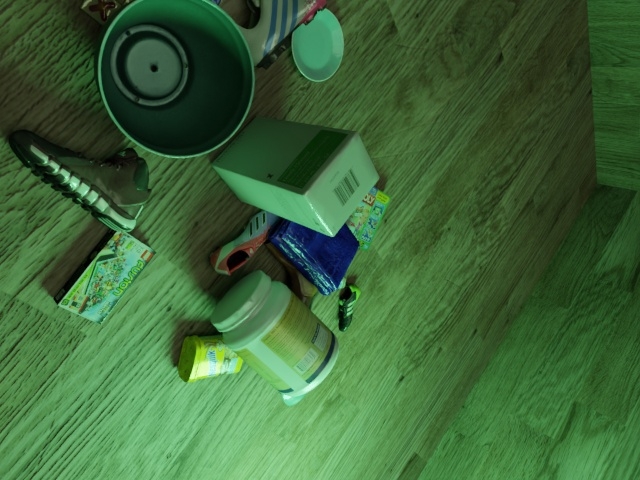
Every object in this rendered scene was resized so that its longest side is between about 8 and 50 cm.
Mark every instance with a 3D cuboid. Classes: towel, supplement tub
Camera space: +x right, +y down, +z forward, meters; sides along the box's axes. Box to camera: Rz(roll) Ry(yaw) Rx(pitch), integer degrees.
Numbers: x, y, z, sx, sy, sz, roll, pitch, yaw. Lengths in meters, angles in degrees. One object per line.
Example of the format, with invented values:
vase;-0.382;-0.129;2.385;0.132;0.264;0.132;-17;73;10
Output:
towel;0.000;0.000;1.331;0.308;0.076;0.227;50;63;-38
supplement tub;-0.126;0.257;1.249;0.228;0.228;0.316;-48;110;-18

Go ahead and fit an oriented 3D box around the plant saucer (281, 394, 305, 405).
plant saucer;-0.068;0.472;1.535;0.195;0.038;0.194;-9;101;-61

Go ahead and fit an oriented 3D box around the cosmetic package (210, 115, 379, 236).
cosmetic package;-0.070;-0.166;1.075;0.196;0.366;0.155;-53;136;-17

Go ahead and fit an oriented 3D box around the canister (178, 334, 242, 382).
canister;-0.305;0.329;1.274;0.170;0.073;0.126;6;103;-46

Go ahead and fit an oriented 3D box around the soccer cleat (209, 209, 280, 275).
soccer cleat;-0.191;0.005;1.227;0.248;0.095;0.083;-41;131;-23

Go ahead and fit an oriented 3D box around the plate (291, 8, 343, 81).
plate;-0.011;-0.534;1.221;0.188;0.024;0.188;-19;119;-38

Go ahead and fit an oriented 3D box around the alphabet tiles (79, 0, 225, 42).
alphabet tiles;-0.326;-0.558;0.919;0.285;0.011;0.342;33;84;-46

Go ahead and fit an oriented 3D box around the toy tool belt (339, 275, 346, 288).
toy tool belt;0.059;0.132;1.553;0.051;0.052;0.083;-31;126;-42

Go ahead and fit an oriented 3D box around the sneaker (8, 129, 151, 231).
sneaker;-0.464;-0.156;0.915;0.281;0.107;0.162;52;56;-44

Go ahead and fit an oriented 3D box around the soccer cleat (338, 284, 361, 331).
soccer cleat;0.091;0.245;1.633;0.072;0.060;0.178;20;86;-37

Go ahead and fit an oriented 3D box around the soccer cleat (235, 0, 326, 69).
soccer cleat;-0.085;-0.564;1.067;0.143;0.116;0.331;43;75;-22

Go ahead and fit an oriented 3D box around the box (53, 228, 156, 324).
box;-0.486;0.078;1.019;0.206;0.036;0.114;-56;136;-11

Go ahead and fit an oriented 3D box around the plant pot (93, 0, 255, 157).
plant pot;-0.308;-0.333;0.888;0.293;0.196;0.292;-21;127;-31

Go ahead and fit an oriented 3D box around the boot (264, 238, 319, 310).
boot;-0.090;0.107;1.373;0.264;0.096;0.280;-39;126;-14

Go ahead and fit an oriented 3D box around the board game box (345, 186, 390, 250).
board game box;0.095;-0.105;1.490;0.317;0.046;0.213;22;92;-46
